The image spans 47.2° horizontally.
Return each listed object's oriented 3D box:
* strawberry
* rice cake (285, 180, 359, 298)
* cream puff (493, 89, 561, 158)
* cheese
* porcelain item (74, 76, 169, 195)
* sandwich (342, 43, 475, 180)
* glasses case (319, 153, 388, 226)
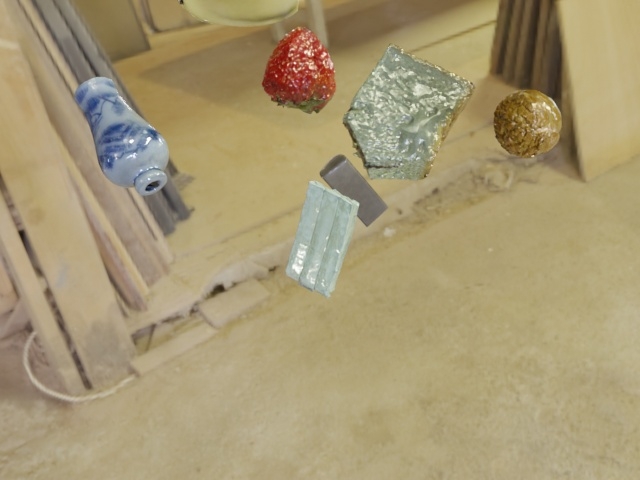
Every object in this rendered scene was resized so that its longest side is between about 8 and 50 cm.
[{"bbox_3d":[-0.066,-0.576,2.464,0.257,0.277,0.257,12,-1,0],"label":"strawberry"},{"bbox_3d":[0.000,0.000,1.467,0.124,0.211,0.038,28,19,23],"label":"rice cake"},{"bbox_3d":[0.426,-0.237,1.533,0.115,0.165,0.150,-40,50,-6],"label":"cream puff"},{"bbox_3d":[-0.190,-0.610,1.683,0.315,0.260,0.128,-14,40,-21],"label":"cheese"},{"bbox_3d":[-0.398,-0.207,1.473,0.141,0.141,0.259,-26,70,-25],"label":"porcelain item"},{"bbox_3d":[0.202,-0.308,1.857,0.262,0.131,0.325,29,80,6],"label":"sandwich"},{"bbox_3d":[0.076,-0.111,1.651,0.072,0.190,0.042,-45,38,0],"label":"glasses case"}]
